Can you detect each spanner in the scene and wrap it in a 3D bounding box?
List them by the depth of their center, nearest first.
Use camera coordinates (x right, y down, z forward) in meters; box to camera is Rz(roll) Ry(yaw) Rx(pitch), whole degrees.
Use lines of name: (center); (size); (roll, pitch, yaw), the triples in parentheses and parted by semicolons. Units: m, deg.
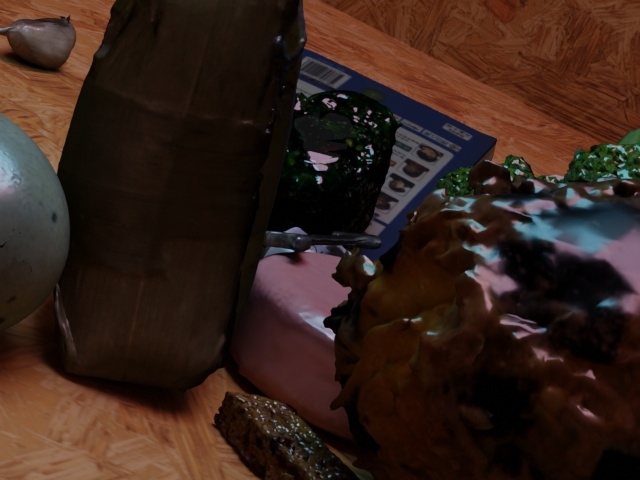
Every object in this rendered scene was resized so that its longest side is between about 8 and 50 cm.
spanner: (0.000, 0.000, 1.582); (0.054, 0.015, 0.254); (7, 2, 19)

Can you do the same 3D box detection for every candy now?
candy: (0.033, 0.094, 1.484); (0.255, 0.094, 0.255); (22, 15, -6)

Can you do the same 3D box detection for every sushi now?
sushi: (0.006, -0.076, 1.780); (0.124, 0.127, 0.225); (22, 32, 10)

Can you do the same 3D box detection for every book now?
book: (0.001, -0.092, 1.959); (0.300, 0.039, 0.428); (27, 33, 14)

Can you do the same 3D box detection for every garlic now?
garlic: (-0.357, -0.250, 2.182); (0.084, 0.066, 0.152); (-3, 10, 5)

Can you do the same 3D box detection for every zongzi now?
zongzi: (-0.113, -0.098, 1.438); (0.174, 0.356, 0.393); (15, 14, -4)

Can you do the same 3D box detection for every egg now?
egg: (-0.280, -0.021, 1.267); (0.169, 0.169, 0.236); (8, 17, -45)

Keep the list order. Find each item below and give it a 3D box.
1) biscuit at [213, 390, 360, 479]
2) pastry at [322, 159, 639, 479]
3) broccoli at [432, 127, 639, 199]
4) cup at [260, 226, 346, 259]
biscuit: (-0.010, 0.172, 1.265); (0.064, 0.034, 0.199); (13, 17, -37)
pastry: (0.217, 0.107, 1.234); (0.405, 0.337, 0.292); (28, 52, -20)
broccoli: (0.272, 0.042, 1.626); (0.310, 0.321, 0.413); (-22, -10, -21)
cup: (0.007, 0.039, 1.664); (0.116, 0.074, 0.104); (32, 35, 20)
